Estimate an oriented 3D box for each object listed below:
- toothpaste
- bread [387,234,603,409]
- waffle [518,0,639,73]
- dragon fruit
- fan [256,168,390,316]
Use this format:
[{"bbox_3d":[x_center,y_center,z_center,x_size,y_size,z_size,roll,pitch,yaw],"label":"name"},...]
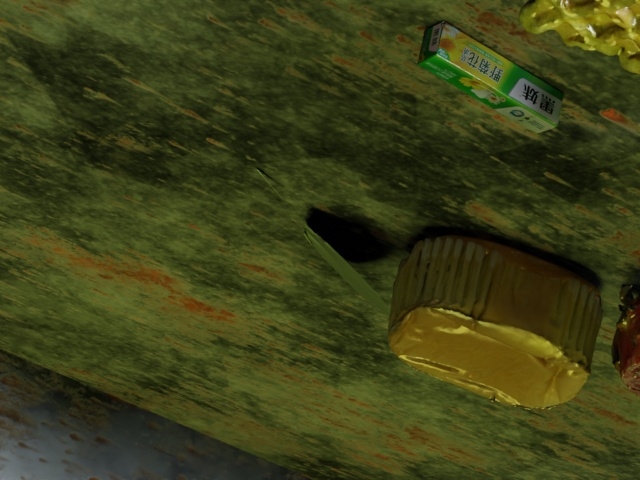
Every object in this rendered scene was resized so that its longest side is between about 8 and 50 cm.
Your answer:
[{"bbox_3d":[0.183,-0.174,1.901,0.178,0.043,0.037,27,152,-28],"label":"toothpaste"},{"bbox_3d":[0.236,0.099,2.389,0.288,0.156,0.204,18,147,-6],"label":"bread"},{"bbox_3d":[0.306,-0.249,1.603,0.307,0.060,0.312,11,154,14],"label":"waffle"},{"bbox_3d":[0.492,0.130,2.342,0.211,0.147,0.282,-7,154,24],"label":"dragon fruit"},{"bbox_3d":[0.001,-0.001,2.402,0.310,0.010,0.182,49,172,-36],"label":"fan"}]
